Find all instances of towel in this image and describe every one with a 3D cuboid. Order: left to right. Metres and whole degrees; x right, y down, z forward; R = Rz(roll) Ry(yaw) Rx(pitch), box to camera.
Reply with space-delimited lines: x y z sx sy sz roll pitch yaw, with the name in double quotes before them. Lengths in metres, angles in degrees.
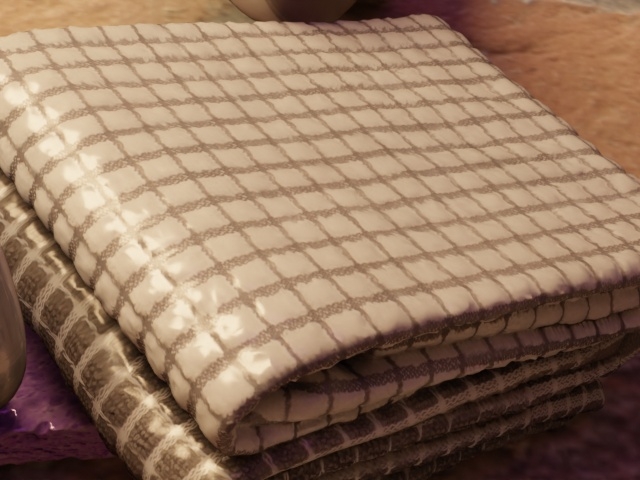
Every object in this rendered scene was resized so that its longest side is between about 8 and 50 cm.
"towel" 0.000 0.000 0.626 0.284 0.121 0.235 -11 44 -39

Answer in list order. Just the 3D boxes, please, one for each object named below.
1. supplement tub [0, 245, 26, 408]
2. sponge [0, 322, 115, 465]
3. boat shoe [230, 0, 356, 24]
"supplement tub" -0.280 0.050 0.476 0.316 0.193 0.193 -32 59 -26
"sponge" -0.139 0.017 0.668 0.117 0.031 0.210 -4 47 -17
"boat shoe" -0.044 -0.203 0.798 0.158 0.127 0.340 18 15 13
